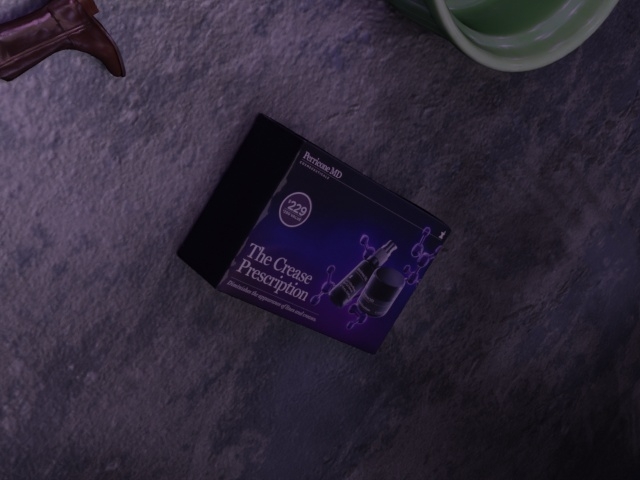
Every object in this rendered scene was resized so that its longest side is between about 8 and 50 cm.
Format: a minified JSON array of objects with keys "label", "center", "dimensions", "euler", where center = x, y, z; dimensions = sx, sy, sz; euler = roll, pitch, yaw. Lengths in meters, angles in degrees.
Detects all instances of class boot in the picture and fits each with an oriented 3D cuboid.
[{"label":"boot","center":[-0.245,-0.167,0.867],"dimensions":[0.114,0.037,0.106],"euler":[-34,133,-11]}]

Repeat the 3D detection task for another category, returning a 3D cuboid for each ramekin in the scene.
[{"label":"ramekin","center":[0.189,-0.343,1.002],"dimensions":[0.303,0.148,0.303],"euler":[-17,123,-28]}]

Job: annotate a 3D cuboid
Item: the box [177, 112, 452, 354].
[{"label":"box","center":[0.000,0.000,1.087],"dimensions":[0.261,0.103,0.184],"euler":[26,95,-41]}]
